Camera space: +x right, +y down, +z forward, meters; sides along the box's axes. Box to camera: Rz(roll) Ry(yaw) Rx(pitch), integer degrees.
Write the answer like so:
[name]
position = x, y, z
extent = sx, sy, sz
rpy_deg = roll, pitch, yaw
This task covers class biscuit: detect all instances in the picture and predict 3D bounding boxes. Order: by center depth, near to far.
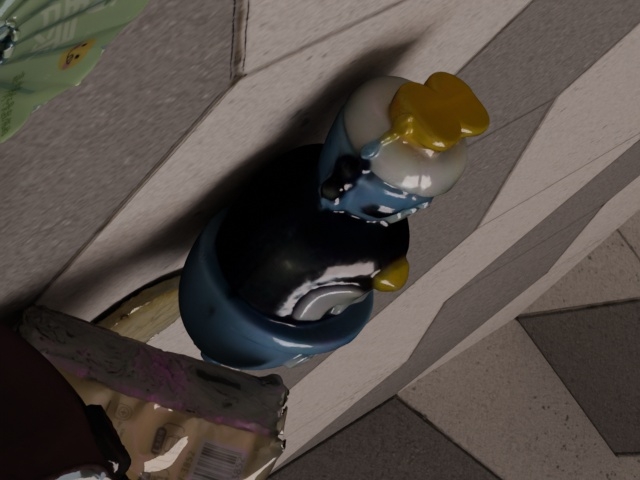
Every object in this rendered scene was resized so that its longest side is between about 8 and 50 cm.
[biscuit]
position = -0.158, 0.074, 1.426
extent = 0.152, 0.020, 0.152
rpy_deg = -34, 170, -7

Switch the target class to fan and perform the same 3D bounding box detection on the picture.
[fan]
position = -0.121, -0.102, 0.771
extent = 0.131, 0.009, 0.240
rpy_deg = -32, 169, -30

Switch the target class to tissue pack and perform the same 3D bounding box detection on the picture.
[tissue pack]
position = -0.160, 0.198, 1.233
extent = 0.123, 0.215, 0.256
rpy_deg = -109, -140, -66

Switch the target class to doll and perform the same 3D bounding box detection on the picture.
[doll]
position = 0.000, 0.000, 1.264
extent = 0.314, 0.141, 0.177
rpy_deg = -46, 168, 35

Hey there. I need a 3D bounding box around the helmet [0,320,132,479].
[helmet]
position = -0.245, 0.127, 0.889
extent = 0.271, 0.197, 0.338
rpy_deg = -25, 160, -9
